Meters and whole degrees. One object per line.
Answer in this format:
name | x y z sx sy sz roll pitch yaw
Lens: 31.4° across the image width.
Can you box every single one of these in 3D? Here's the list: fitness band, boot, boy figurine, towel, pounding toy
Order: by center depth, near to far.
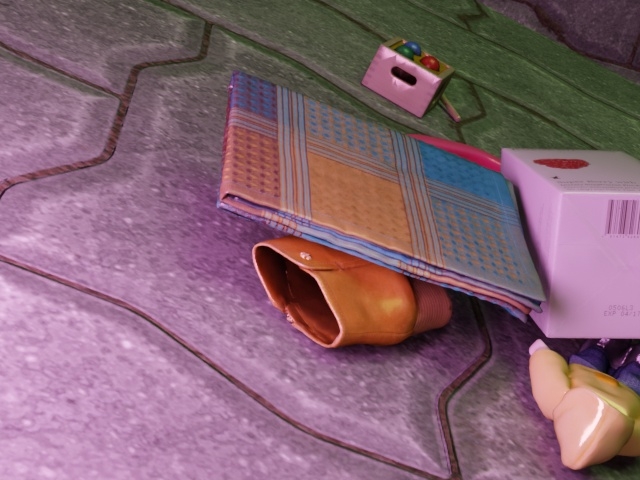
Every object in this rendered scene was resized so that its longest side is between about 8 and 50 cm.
boot | 0.000 0.001 1.255 0.211 0.104 0.295 1 39 -47
boy figurine | 0.304 0.170 1.262 0.177 0.092 0.285 35 20 15
towel | 0.064 -0.055 1.276 0.370 0.040 0.271 19 33 -14
fitness band | 0.236 -0.092 1.768 0.290 0.054 0.209 8 30 -41
pounding toy | 0.199 -0.301 2.104 0.181 0.094 0.206 31 24 7

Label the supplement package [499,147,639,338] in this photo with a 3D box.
supplement package | 0.333 -0.006 1.418 0.177 0.175 0.293 1 14 -5
